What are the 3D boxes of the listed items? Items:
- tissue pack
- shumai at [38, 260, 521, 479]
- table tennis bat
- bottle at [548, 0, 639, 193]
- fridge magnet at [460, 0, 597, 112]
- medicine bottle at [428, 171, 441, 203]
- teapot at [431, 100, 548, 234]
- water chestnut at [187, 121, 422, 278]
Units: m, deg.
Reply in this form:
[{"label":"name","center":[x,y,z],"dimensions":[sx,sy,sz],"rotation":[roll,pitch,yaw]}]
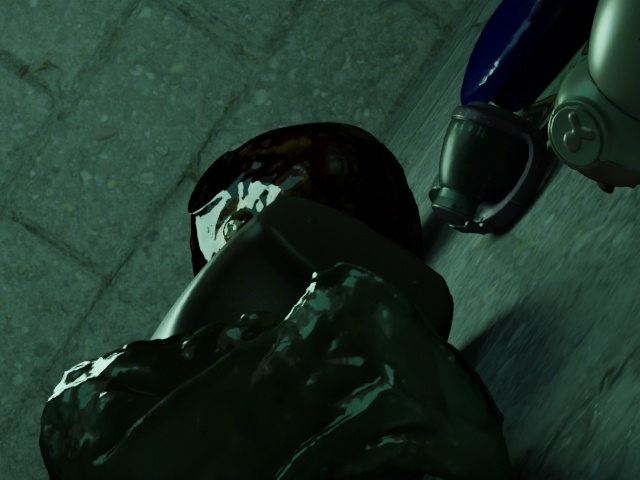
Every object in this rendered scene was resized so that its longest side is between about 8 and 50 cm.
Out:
[{"label":"tissue pack","center":[-0.051,0.167,1.475],"dimensions":[0.277,0.267,0.387],"rotation":[-53,6,43]},{"label":"shumai","center":[-0.024,0.136,1.120],"dimensions":[0.292,0.330,0.288],"rotation":[-56,-1,-45]},{"label":"table tennis bat","center":[0.264,-0.140,1.898],"dimensions":[0.301,0.022,0.173],"rotation":[-51,6,22]},{"label":"bottle","center":[0.271,-0.140,1.223],"dimensions":[0.236,0.148,0.147],"rotation":[-61,1,38]},{"label":"fridge magnet","center":[0.282,-0.278,2.072],"dimensions":[0.265,0.113,0.265],"rotation":[-54,5,7]},{"label":"medicine bottle","center":[0.187,-0.084,2.022],"dimensions":[0.091,0.058,0.058],"rotation":[-58,6,-28]},{"label":"teapot","center":[0.199,-0.073,1.748],"dimensions":[0.116,0.148,0.146],"rotation":[26,-93,-60]},{"label":"water chestnut","center":[0.000,0.000,2.184],"dimensions":[0.335,0.347,0.335],"rotation":[-21,53,31]}]
